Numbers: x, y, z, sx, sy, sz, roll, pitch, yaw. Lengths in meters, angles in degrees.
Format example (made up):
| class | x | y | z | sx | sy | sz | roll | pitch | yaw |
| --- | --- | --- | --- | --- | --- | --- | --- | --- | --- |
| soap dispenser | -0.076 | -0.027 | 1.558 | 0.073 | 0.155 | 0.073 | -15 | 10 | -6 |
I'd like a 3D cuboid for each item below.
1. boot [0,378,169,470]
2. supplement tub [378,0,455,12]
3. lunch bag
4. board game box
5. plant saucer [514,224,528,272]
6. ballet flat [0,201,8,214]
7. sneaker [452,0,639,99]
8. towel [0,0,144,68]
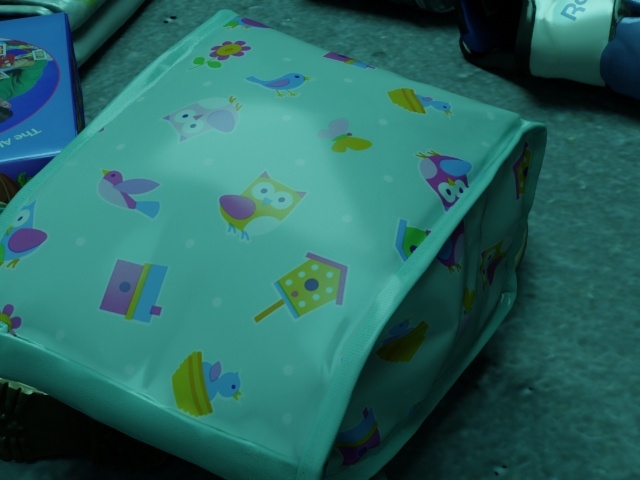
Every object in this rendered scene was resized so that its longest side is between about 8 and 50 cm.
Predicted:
| class | x | y | z | sx | sy | sz | roll | pitch | yaw |
| --- | --- | --- | --- | --- | --- | --- | --- | --- | --- |
| boot | -0.155 | 0.084 | 0.708 | 0.157 | 0.059 | 0.085 | 9 | 34 | 4 |
| supplement tub | 0.077 | -0.279 | 1.129 | 0.190 | 0.117 | 0.117 | 18 | 41 | 27 |
| lunch bag | -0.033 | 0.016 | 0.634 | 0.223 | 0.160 | 0.262 | 22 | 44 | 21 |
| board game box | -0.354 | -0.066 | 0.912 | 0.347 | 0.078 | 0.233 | -10 | 36 | -7 |
| plant saucer | 0.000 | 0.000 | 0.817 | 0.277 | 0.041 | 0.278 | -2 | 37 | 2 |
| ballet flat | -0.276 | 0.044 | 0.767 | 0.079 | 0.077 | 0.221 | -7 | 31 | 31 |
| sneaker | 0.209 | -0.233 | 1.042 | 0.182 | 0.128 | 0.316 | 5 | 38 | 9 |
| towel | -0.317 | -0.281 | 1.203 | 0.320 | 0.090 | 0.374 | 9 | 38 | 13 |
